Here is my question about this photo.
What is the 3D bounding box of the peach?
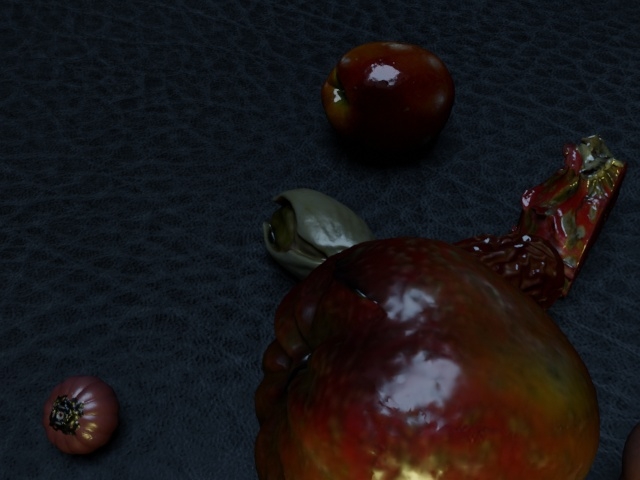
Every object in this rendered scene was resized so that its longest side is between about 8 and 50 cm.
[{"bbox_3d":[0.125,-0.258,1.331,0.243,0.199,0.243,5,10,-1],"label":"peach"}]

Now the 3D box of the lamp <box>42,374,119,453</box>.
[{"bbox_3d":[-0.328,0.238,1.003,0.107,0.092,0.107,-4,77,19],"label":"lamp"}]

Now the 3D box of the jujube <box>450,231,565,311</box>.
[{"bbox_3d":[0.245,0.068,1.074,0.230,0.155,0.155,-17,50,-21],"label":"jujube"}]

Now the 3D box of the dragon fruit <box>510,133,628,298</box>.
[{"bbox_3d":[0.398,-0.076,1.154,0.134,0.211,0.262,29,51,17],"label":"dragon fruit"}]

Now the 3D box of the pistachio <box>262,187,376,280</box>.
[{"bbox_3d":[0.000,0.000,1.161,0.238,0.153,0.138,32,99,30],"label":"pistachio"}]

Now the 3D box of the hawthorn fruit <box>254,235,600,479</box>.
[{"bbox_3d":[0.125,0.191,0.850,0.402,0.403,0.403,-2,49,2],"label":"hawthorn fruit"}]

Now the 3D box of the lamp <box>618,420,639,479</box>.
[{"bbox_3d":[0.483,0.297,0.795,0.305,0.239,0.305,-1,87,31],"label":"lamp"}]
